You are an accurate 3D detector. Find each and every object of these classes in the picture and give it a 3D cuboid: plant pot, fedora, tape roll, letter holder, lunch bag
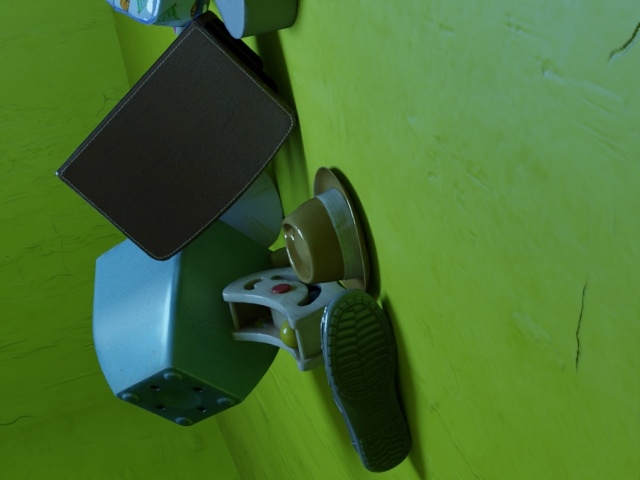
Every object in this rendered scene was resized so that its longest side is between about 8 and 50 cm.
[{"bbox_3d":[-0.205,0.139,1.611,0.247,0.248,0.252,-30,43,36],"label":"plant pot"},{"bbox_3d":[0.000,0.000,1.316,0.194,0.079,0.194,165,90,-77],"label":"fedora"},{"bbox_3d":[-0.098,-0.372,1.309,0.219,0.072,0.219,165,90,-77],"label":"tape roll"},{"bbox_3d":[-0.193,-0.147,1.503,0.214,0.302,0.152,42,-166,-10],"label":"letter holder"},{"bbox_3d":[-0.273,-0.485,1.670,0.303,0.115,0.243,35,123,48],"label":"lunch bag"}]

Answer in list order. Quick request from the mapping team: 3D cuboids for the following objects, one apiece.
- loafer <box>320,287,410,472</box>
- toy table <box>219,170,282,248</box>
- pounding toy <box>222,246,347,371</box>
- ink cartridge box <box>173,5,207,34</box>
[{"bbox_3d":[0.045,0.172,1.294,0.087,0.094,0.251,-143,39,-63],"label":"loafer"},{"bbox_3d":[-0.196,-0.094,1.714,0.274,0.252,0.161,51,174,-20],"label":"toy table"},{"bbox_3d":[-0.059,0.067,1.470,0.269,0.154,0.155,-138,34,-66],"label":"pounding toy"},{"bbox_3d":[-0.282,-0.577,1.865,0.176,0.069,0.371,115,140,-70],"label":"ink cartridge box"}]
